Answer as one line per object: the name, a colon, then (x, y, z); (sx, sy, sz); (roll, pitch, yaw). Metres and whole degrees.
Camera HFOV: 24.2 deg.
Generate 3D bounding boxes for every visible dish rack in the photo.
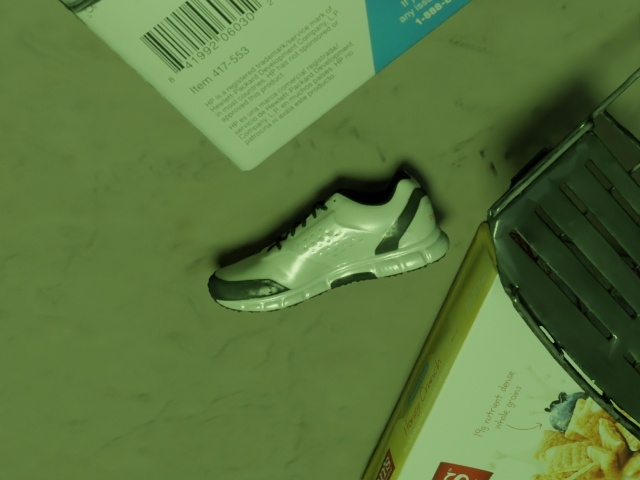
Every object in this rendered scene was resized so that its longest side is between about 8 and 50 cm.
dish rack: (0.213, -0.023, 0.618); (0.271, 0.074, 0.208); (-43, 113, 7)

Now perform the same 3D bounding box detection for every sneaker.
sneaker: (0.000, 0.000, 0.664); (0.109, 0.040, 0.043); (-18, 109, 2)

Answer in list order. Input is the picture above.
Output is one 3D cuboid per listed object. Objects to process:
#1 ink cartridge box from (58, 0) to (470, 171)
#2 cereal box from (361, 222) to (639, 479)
ink cartridge box: (-0.039, -0.139, 0.530); (0.140, 0.082, 0.191); (-36, 120, 17)
cereal box: (0.159, 0.096, 0.738); (0.240, 0.047, 0.173); (12, 121, -15)
